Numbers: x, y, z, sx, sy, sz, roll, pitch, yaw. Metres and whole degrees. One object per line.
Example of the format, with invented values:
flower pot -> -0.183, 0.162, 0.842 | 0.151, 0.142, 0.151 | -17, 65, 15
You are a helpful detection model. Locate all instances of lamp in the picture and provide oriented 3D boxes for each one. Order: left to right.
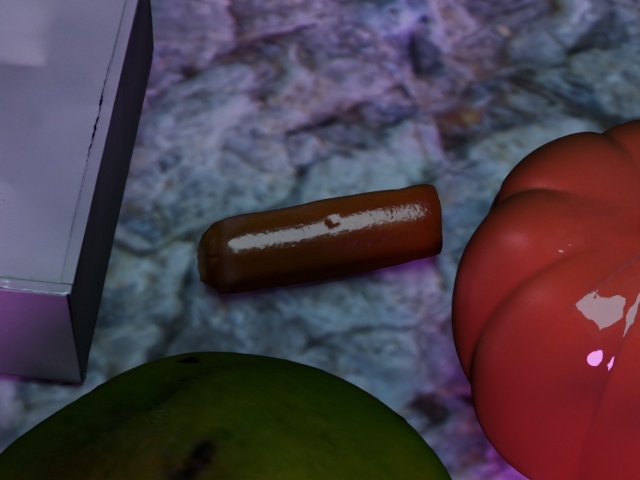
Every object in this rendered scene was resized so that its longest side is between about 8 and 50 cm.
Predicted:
lamp -> 0.155, 0.031, 0.856 | 0.187, 0.164, 0.188 | 0, 54, 0

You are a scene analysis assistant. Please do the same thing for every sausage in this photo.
sausage -> 0.000, 0.000, 0.945 | 0.131, 0.041, 0.039 | -11, 78, -10

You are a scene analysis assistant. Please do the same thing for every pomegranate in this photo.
pomegranate -> -0.025, 0.192, 0.713 | 0.236, 0.236, 0.302 | -26, 72, -20

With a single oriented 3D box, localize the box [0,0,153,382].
box -> -0.169, -0.046, 0.943 | 0.129, 0.086, 0.225 | 6, 55, 2
